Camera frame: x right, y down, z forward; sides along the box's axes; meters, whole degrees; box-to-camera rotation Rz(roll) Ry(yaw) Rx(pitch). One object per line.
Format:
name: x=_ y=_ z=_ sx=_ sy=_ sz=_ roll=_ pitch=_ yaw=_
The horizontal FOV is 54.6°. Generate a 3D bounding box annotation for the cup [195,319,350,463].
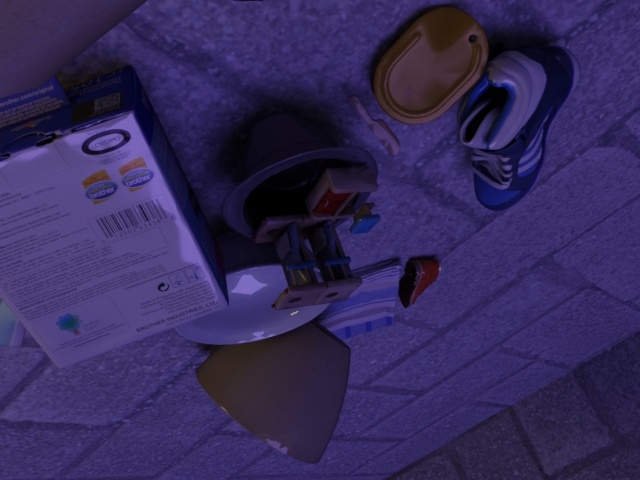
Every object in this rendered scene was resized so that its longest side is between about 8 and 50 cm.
cup: x=-0.068 y=0.285 z=1.357 sx=0.237 sy=0.331 sz=0.331 roll=-54 pitch=142 yaw=-3

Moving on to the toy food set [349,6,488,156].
toy food set: x=0.145 y=-0.248 z=0.928 sx=0.128 sy=0.071 sz=0.218 roll=41 pitch=111 yaw=-18

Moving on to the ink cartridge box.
ink cartridge box: x=-0.313 y=-0.044 z=0.821 sx=0.270 sy=0.151 sz=0.395 roll=-20 pitch=130 yaw=-2

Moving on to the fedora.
fedora: x=-0.042 y=-0.106 z=0.958 sx=0.244 sy=0.124 sz=0.275 roll=-25 pitch=155 yaw=9

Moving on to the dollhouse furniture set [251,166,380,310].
dollhouse furniture set: x=0.000 y=0.000 z=0.901 sx=0.129 sy=0.129 sz=0.183 roll=-6 pitch=153 yaw=-30

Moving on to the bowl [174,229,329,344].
bowl: x=-0.130 y=0.069 z=1.131 sx=0.298 sy=0.134 sz=0.298 roll=-13 pitch=150 yaw=-8

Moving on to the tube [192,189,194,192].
tube: x=-0.300 y=-0.066 z=0.948 sx=0.207 sy=0.052 sz=0.080 roll=7 pitch=132 yaw=-27

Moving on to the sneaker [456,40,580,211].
sneaker: x=0.276 y=-0.160 z=1.007 sx=0.236 sy=0.130 sz=0.322 roll=-22 pitch=143 yaw=-37

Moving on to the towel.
towel: x=0.090 y=0.154 z=1.470 sx=0.209 sy=0.034 sz=0.285 roll=-15 pitch=145 yaw=-8

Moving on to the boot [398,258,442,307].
boot: x=0.235 y=0.101 z=1.457 sx=0.085 sy=0.059 sz=0.158 roll=-12 pitch=144 yaw=-23

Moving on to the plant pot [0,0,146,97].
plant pot: x=-0.235 y=-0.283 z=0.482 sx=0.305 sy=0.333 sz=0.334 roll=-32 pitch=146 yaw=33

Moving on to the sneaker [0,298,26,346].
sneaker: x=-0.544 y=0.091 z=0.986 sx=0.151 sy=0.094 sz=0.256 roll=6 pitch=136 yaw=-30
